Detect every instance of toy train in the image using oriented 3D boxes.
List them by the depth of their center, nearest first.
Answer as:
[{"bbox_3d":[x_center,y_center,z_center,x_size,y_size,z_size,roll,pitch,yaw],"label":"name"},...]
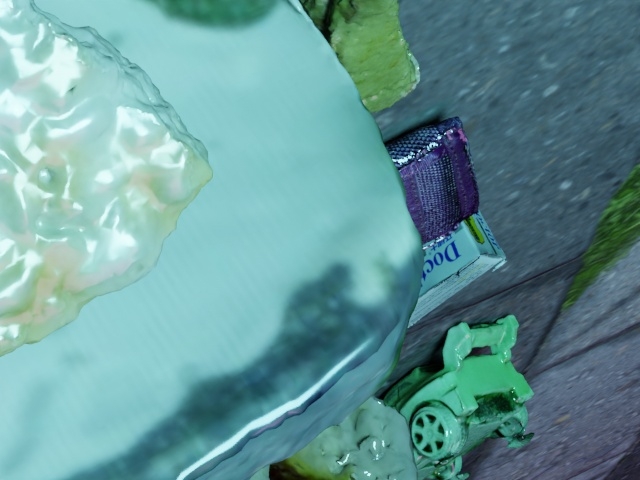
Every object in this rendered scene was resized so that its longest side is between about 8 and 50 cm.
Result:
[{"bbox_3d":[0.081,0.120,1.253,0.099,0.081,0.149,-7,157,-47],"label":"toy train"}]

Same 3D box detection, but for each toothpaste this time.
[{"bbox_3d":[0.024,0.037,1.001,0.164,0.046,0.034,-38,157,24],"label":"toothpaste"}]

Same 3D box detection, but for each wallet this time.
[{"bbox_3d":[0.001,0.001,0.902,0.166,0.030,0.111,-28,162,-2],"label":"wallet"}]

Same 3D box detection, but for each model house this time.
[{"bbox_3d":[-0.119,0.055,0.635,0.271,0.190,0.301,-30,165,-16],"label":"model house"}]

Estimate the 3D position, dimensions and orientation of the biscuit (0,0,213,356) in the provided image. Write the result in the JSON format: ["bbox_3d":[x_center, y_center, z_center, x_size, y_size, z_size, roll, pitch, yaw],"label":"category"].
[{"bbox_3d":[-0.142,-0.049,0.432,0.265,0.040,0.188,18,97,-32],"label":"biscuit"}]

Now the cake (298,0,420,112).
[{"bbox_3d":[0.003,-0.089,0.650,0.055,0.051,0.140,-25,158,-5],"label":"cake"}]

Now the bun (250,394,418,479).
[{"bbox_3d":[-0.102,0.150,0.871,0.281,0.205,0.281,-35,153,-22],"label":"bun"}]
